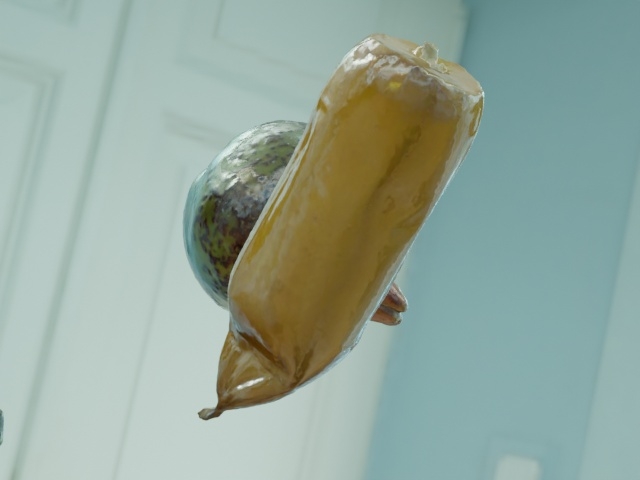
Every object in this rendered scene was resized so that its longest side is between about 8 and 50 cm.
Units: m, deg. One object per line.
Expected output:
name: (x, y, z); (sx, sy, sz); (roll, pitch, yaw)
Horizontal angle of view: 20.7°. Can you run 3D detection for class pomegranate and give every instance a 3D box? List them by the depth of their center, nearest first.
pomegranate: (-0.016, 0.003, 1.721); (0.248, 0.214, 0.214); (40, -9, 1)

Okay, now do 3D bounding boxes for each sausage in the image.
sausage: (0.004, 0.004, 1.257); (0.112, 0.328, 0.112); (24, 22, -11)

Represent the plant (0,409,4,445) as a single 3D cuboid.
plant: (-0.402, 0.191, 1.293); (0.333, 0.180, 0.251); (-12, 26, -27)
